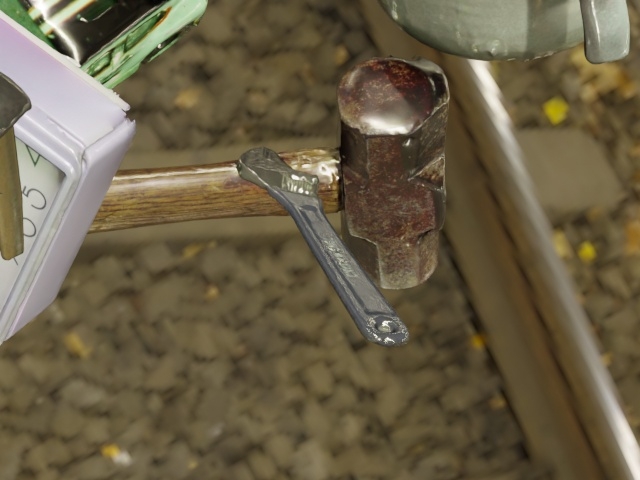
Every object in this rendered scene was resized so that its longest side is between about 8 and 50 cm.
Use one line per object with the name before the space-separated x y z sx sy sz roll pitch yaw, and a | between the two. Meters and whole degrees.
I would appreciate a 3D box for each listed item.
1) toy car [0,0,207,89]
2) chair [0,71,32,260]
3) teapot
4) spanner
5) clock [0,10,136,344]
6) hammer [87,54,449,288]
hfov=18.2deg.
toy car | -0.213 -0.161 1.522 0.306 0.125 0.136 -40 95 -26
chair | -0.238 -0.043 0.844 0.166 0.272 0.188 35 65 13
teapot | 0.136 -0.279 1.526 0.223 0.285 0.305 6 47 8
spanner | 0.000 0.000 1.126 0.046 0.012 0.208 1 32 -24
clock | -0.216 -0.043 1.272 0.144 0.193 0.073 36 40 6
hammer | -0.091 -0.049 1.741 0.409 0.242 0.095 -4 56 2
